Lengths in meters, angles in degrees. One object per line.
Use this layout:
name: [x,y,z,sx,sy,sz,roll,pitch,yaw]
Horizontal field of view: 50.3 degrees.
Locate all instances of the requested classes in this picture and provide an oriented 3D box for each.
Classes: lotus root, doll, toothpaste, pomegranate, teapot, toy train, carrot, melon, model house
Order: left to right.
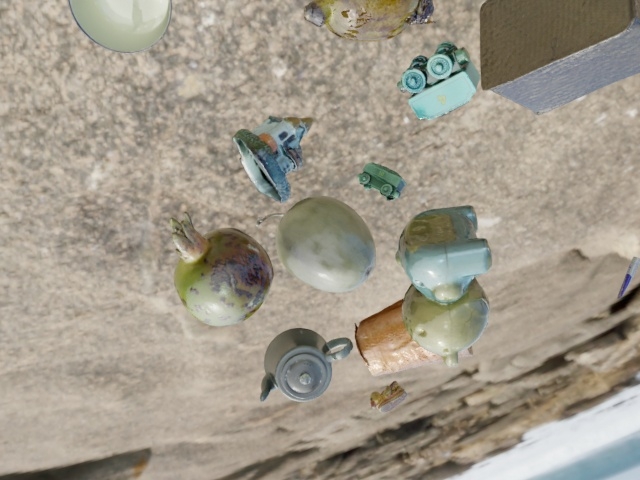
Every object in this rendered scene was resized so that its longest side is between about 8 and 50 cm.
pomegranate: [-0.204,0.046,1.341,0.198,0.246,0.198,-31,-174,4]
model house: [-0.112,-0.305,2.195,0.291,0.184,0.253,-45,137,-18]
teapot: [-0.034,0.286,1.536,0.239,0.162,0.149,-27,-172,-4]
melon: [0.011,0.011,1.934,0.272,0.308,0.272,-29,168,-7]
lotus root: [0.105,-0.512,1.468,0.314,0.141,0.169,-11,158,-24]
toy train: [0.206,-0.200,2.295,0.099,0.172,0.070,-58,153,-4]
carrot: [0.206,0.202,1.564,0.254,0.196,0.196,-20,155,16]
toy train: [0.292,-0.393,1.686,0.198,0.107,0.154,-22,115,35]
doll: [0.223,0.086,1.229,0.162,0.177,0.260,-9,123,2]
toothpaste: [0.567,0.070,1.256,0.083,0.015,0.024,-65,171,0]

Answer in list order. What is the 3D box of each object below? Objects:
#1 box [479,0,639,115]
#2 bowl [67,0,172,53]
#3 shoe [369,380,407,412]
box: [0.412,-0.343,1.116,0.143,0.184,0.273,15,159,-36]
bowl: [-0.445,-0.562,1.569,0.238,0.126,0.237,2,122,3]
shoe: [0.203,0.470,2.045,0.109,0.069,0.072,-38,135,7]
